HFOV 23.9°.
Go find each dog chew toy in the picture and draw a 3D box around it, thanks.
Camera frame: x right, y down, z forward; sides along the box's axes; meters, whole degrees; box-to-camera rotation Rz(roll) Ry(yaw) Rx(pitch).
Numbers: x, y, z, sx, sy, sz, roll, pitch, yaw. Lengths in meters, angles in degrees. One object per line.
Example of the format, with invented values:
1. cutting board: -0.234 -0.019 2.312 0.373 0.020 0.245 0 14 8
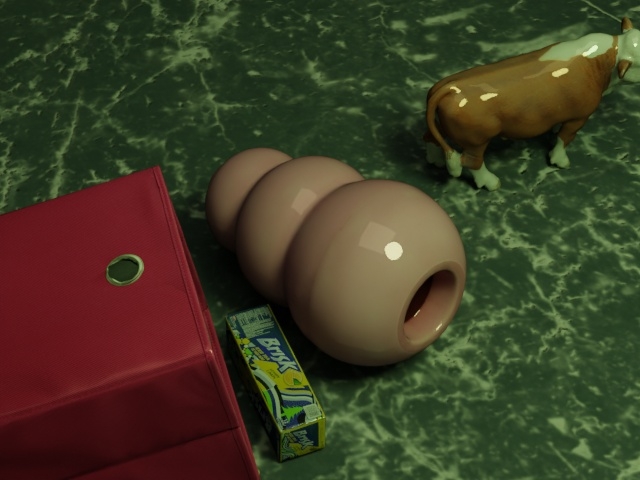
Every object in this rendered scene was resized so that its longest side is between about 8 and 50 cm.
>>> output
1. dog chew toy: 0.000 0.000 1.691 0.332 0.206 0.206 31 53 33

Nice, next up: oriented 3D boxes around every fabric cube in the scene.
1. fabric cube: -0.229 0.123 1.494 0.258 0.259 0.254 -17 51 -3

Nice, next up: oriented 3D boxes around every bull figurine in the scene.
1. bull figurine: 0.267 -0.167 1.852 0.310 0.188 0.101 -12 49 -12

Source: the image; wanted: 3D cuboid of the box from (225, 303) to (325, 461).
1. box: -0.050 0.152 1.634 0.054 0.059 0.169 -16 50 -15

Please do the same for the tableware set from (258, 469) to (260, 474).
1. tableware set: -0.155 0.219 1.596 0.141 0.020 0.169 -21 53 -18
